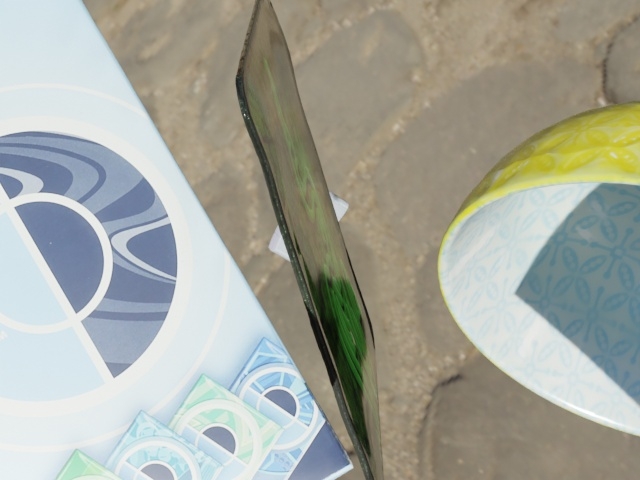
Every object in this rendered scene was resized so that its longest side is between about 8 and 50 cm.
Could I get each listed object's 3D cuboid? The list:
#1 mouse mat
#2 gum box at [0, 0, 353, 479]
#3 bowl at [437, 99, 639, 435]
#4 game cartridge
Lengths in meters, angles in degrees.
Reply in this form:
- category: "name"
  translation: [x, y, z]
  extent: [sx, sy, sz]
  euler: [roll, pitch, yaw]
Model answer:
- category: "mouse mat"
  translation: [0.000, 0.000, 0.491]
  extent: [0.007, 0.190, 0.152]
  euler: [-14, 24, 7]
- category: "gum box"
  translation: [-0.105, 0.024, 0.340]
  extent: [0.157, 0.184, 0.041]
  euler: [-30, -1, -9]
- category: "bowl"
  translation: [0.238, -0.003, 0.790]
  extent: [0.289, 0.289, 0.156]
  euler: [-10, 45, 43]
- category: "game cartridge"
  translation: [-0.014, -0.016, 1.204]
  extent: [0.083, 0.056, 0.017]
  euler: [-54, 39, 6]
